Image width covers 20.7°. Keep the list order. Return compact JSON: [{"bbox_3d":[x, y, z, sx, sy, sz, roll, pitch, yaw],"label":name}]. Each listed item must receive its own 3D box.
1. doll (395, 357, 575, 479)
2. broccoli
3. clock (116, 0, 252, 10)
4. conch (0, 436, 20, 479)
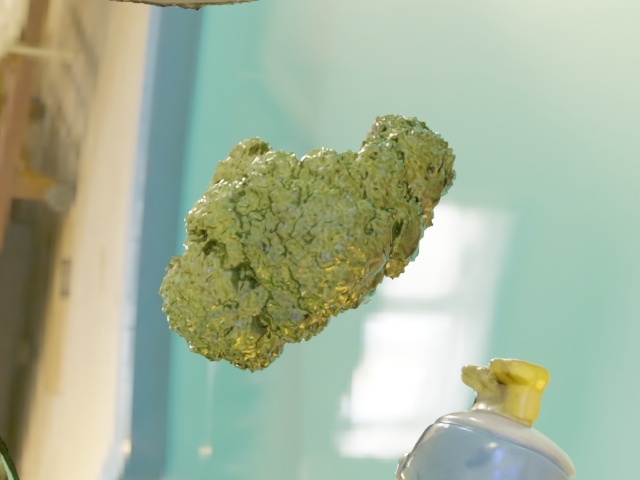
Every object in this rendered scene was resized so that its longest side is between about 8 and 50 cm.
[{"bbox_3d":[0.074,0.185,1.019,0.135,0.099,0.241,12,64,42],"label":"doll"},{"bbox_3d":[-0.004,-0.024,1.570,0.254,0.186,0.302,-46,-2,28],"label":"broccoli"},{"bbox_3d":[-0.053,-0.216,0.735,0.280,0.281,0.055,118,151,-45],"label":"clock"},{"bbox_3d":[-0.309,0.203,1.567,0.095,0.079,0.200,22,129,54],"label":"conch"}]
